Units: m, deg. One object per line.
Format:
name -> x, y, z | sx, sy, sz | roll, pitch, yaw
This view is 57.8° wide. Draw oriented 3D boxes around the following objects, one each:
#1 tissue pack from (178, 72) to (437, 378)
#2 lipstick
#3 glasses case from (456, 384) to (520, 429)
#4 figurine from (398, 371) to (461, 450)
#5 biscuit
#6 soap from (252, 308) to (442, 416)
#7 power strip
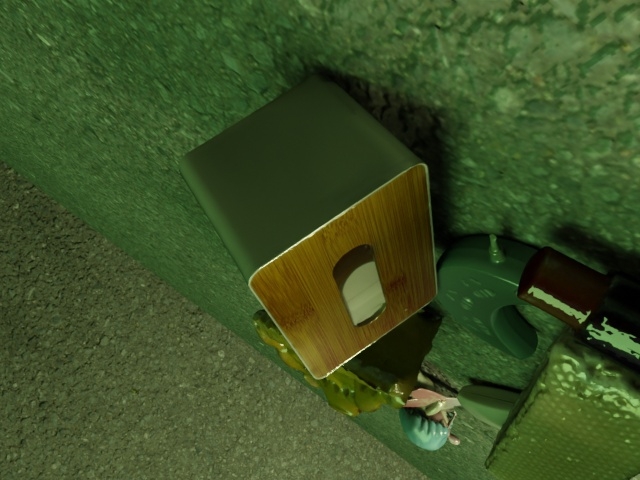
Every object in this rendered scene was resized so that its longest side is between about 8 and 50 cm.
tissue pack -> 0.001, -0.001, 0.540 | 0.136, 0.159, 0.246 | 52, 172, 31
lipstick -> 0.291, 0.094, 0.432 | 0.299, 0.081, 0.081 | 30, 161, 12
glasses case -> 0.290, 0.264, 0.895 | 0.076, 0.049, 0.197 | 43, 159, -16
figurine -> 0.170, 0.297, 1.111 | 0.205, 0.103, 0.260 | 16, 144, 41
biscuit -> 0.292, 0.226, 0.681 | 0.144, 0.078, 0.426 | 27, 151, 20
soap -> 0.092, 0.211, 0.936 | 0.338, 0.169, 0.304 | 16, 153, 49
power strip -> 0.179, 0.050, 0.583 | 0.137, 0.044, 0.216 | 30, 161, 20
